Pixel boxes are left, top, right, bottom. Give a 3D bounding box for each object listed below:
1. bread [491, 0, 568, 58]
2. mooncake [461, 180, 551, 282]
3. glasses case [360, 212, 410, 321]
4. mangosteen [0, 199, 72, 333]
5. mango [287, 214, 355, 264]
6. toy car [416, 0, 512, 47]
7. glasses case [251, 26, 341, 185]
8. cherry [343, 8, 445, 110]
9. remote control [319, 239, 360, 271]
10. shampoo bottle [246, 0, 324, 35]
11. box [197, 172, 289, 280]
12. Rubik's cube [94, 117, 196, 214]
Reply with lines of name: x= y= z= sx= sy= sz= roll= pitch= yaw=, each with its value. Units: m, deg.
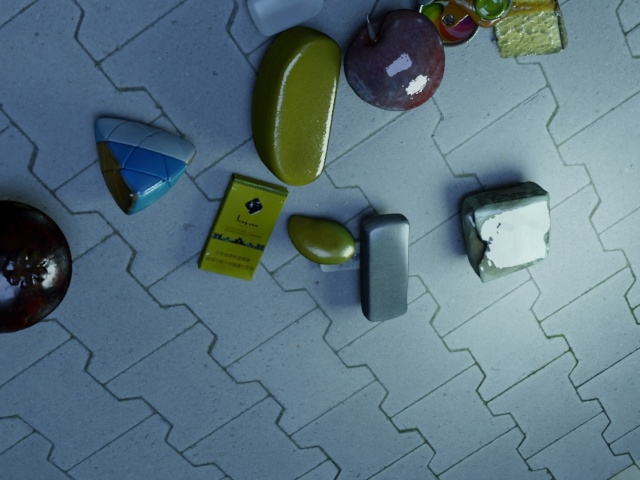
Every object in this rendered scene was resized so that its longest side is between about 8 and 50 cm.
bread: x=0.508 y=-0.585 z=1.900 sx=0.142 sy=0.178 sz=0.266 roll=-46 pitch=130 yaw=-26
mooncake: x=0.525 y=-0.029 z=2.204 sx=0.254 sy=0.136 sz=0.250 roll=-13 pitch=120 yaw=-3
glasses case: x=0.177 y=0.079 z=2.167 sx=0.131 sy=0.074 sz=0.323 roll=-10 pitch=122 yaw=-13
mangosteen: x=-0.748 y=0.057 z=1.825 sx=0.306 sy=0.359 sz=0.306 roll=-4 pitch=97 yaw=-41
mango: x=0.002 y=0.004 z=2.084 sx=0.191 sy=0.085 sz=0.122 roll=9 pitch=75 yaw=-13
toy car: x=0.313 y=-0.559 z=1.835 sx=0.235 sy=0.145 sz=0.235 roll=8 pitch=131 yaw=10
glasses case: x=-0.069 y=-0.317 z=1.859 sx=0.173 sy=0.141 sz=0.371 roll=-8 pitch=122 yaw=-29
cherry: x=0.173 y=-0.419 z=1.828 sx=0.236 sy=0.213 sz=0.285 roll=-19 pitch=139 yaw=23
remote control: x=0.087 y=0.041 z=2.178 sx=0.190 sy=0.029 sz=0.088 roll=-4 pitch=120 yaw=-14
shampoo bottle: x=-0.050 y=-0.541 z=1.758 sx=0.220 sy=0.051 sz=0.108 roll=-19 pitch=128 yaw=12
box: x=-0.204 y=-0.030 z=2.044 sx=0.153 sy=0.041 sz=0.279 roll=15 pitch=113 yaw=-23
Rubik's cube: x=-0.403 y=-0.154 z=1.860 sx=0.254 sy=0.254 sz=0.255 roll=-7 pitch=121 yaw=-12
